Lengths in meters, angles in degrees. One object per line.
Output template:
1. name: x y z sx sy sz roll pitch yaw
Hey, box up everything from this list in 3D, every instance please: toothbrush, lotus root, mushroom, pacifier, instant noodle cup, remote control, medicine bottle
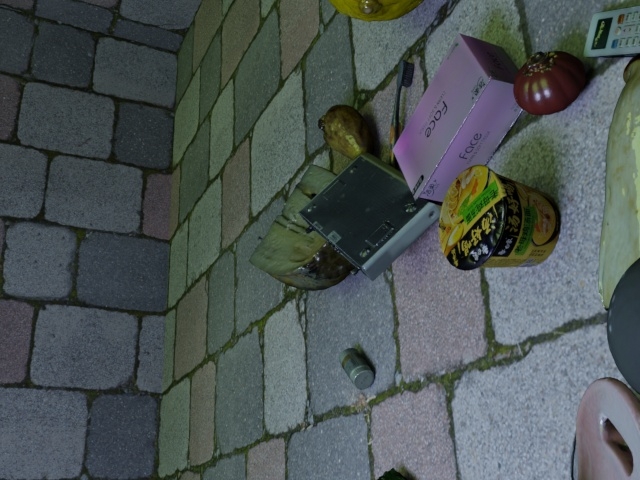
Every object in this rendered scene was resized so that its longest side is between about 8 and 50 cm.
1. toothbrush: 0.149 -0.199 1.425 0.023 0.031 0.321 -172 91 -66
2. lotus root: 0.069 -0.220 1.544 0.191 0.094 0.108 52 169 44
3. mushroom: 0.380 -0.067 0.837 0.100 0.081 0.312 -174 91 -71
4. pacifier: 0.280 0.307 0.746 0.220 0.273 0.332 19 114 54
5. instant noodle cup: 0.258 -0.023 1.031 0.151 0.122 0.152 -34 51 55
6. remote control: 0.403 -0.263 0.911 0.166 0.029 0.065 -150 70 -68
7. lotus root: 0.012 -0.007 1.531 0.267 0.149 0.260 -58 32 -4
8. medicine bottle: 0.071 0.254 1.422 0.083 0.047 0.047 51 127 58

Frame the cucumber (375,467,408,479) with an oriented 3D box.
1. cucumber: 0.154 0.442 1.175 0.187 0.058 0.058 31 110 63

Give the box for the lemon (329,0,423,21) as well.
1. lemon: 0.109 -0.555 1.356 0.268 0.268 0.322 -14 52 63

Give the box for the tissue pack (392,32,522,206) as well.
1. tissue pack: 0.225 -0.195 1.190 0.149 0.092 0.246 -106 34 -45

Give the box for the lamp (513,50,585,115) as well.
1. lamp: 0.320 -0.221 1.004 0.101 0.090 0.101 -29 34 22

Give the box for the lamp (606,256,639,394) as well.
1. lamp: 0.405 0.026 0.689 0.314 0.182 0.182 -60 26 -2

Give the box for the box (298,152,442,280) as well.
1. box: 0.084 -0.053 1.346 0.211 0.045 0.270 -42 37 -3
